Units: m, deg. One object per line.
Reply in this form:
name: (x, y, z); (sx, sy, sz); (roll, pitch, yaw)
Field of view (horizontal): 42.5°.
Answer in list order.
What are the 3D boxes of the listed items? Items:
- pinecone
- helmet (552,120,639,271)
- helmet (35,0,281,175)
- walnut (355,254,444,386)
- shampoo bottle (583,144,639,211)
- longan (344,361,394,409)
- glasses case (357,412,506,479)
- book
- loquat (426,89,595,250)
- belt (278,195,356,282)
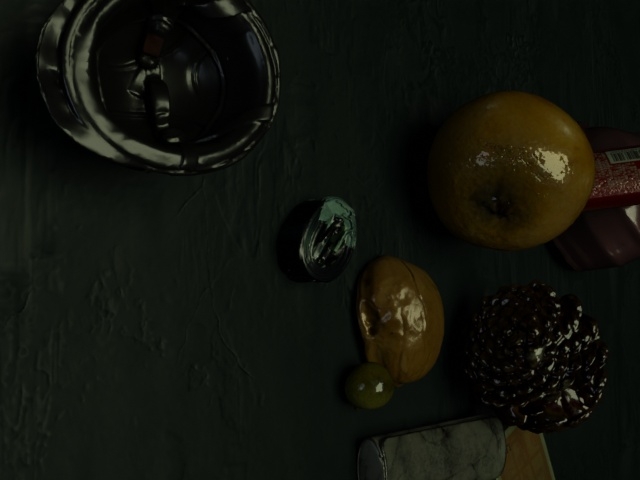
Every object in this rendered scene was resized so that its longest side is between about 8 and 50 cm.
pinecone: (0.366, 0.212, 1.391); (0.292, 0.246, 0.246); (55, 51, -49)
helmet: (0.590, -0.099, 1.635); (0.271, 0.197, 0.338); (46, 58, -27)
helmet: (-0.192, -0.181, 0.941); (0.279, 0.160, 0.230); (-15, 96, -28)
walnut: (0.139, 0.123, 1.267); (0.167, 0.087, 0.211); (-13, 95, -47)
shampoo bottle: (0.479, -0.106, 1.479); (0.076, 0.314, 0.118); (80, 3, -63)
longan: (0.071, 0.220, 1.213); (0.075, 0.075, 0.083); (-12, 135, -43)
glasses case: (0.183, 0.348, 1.303); (0.299, 0.060, 0.114); (1, 85, -43)
book: (0.373, 0.441, 1.498); (0.170, 0.018, 0.241); (-28, 105, -42)
loquat: (0.302, -0.110, 1.317); (0.263, 0.263, 0.263); (5, 83, -42)
belt: (0.000, 0.000, 1.168); (0.105, 0.058, 0.140); (47, 56, -33)
